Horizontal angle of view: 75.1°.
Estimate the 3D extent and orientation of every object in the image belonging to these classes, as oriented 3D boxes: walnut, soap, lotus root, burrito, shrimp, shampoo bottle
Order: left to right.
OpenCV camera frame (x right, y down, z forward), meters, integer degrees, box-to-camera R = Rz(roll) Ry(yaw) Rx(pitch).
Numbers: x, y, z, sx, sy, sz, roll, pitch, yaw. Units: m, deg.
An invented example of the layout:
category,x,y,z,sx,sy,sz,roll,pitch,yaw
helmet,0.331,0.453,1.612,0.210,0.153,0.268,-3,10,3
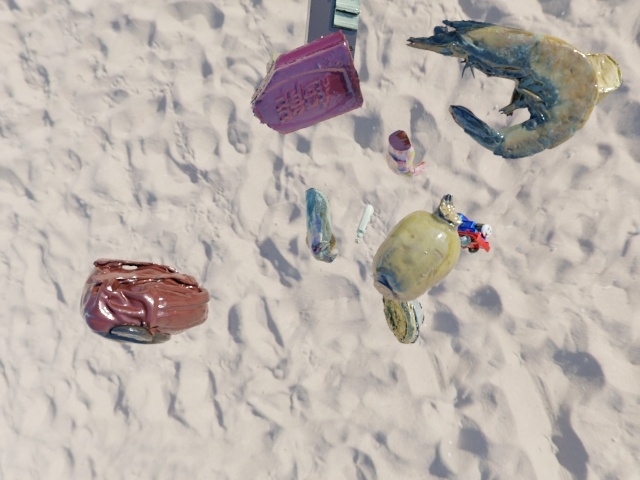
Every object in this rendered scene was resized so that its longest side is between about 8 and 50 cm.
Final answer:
category,x,y,z,sx,sy,sz,roll,pitch,yaw
soap,-0.038,-0.342,0.941,0.250,0.162,0.099,-18,45,11
burrito,-0.004,-0.043,1.354,0.089,0.144,0.228,-12,62,18
walnut,0.000,0.000,1.550,0.124,0.105,0.105,37,96,-8
shampoo bottle,0.144,-0.051,1.404,0.034,0.049,0.141,22,69,1
lotus root,0.182,0.014,0.744,0.221,0.125,0.118,-47,41,-3
shrimp,0.392,-0.357,0.958,0.445,0.085,0.271,26,107,8

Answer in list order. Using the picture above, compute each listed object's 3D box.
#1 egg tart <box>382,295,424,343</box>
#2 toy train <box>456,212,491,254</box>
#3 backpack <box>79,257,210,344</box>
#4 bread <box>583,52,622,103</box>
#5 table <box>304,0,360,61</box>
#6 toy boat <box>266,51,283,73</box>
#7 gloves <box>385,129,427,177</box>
category,x,y,z,sx,sy,sz,roll,pitch,yaw
egg tart,0.313,0.269,1.554,0.094,0.234,0.233,-13,81,-17
toy train,0.503,-0.029,1.462,0.131,0.083,0.204,-58,30,-11
backpack,-0.308,0.109,0.749,0.230,0.229,0.138,4,87,16
bread,0.829,-0.518,1.369,0.250,0.133,0.178,-9,71,-3
table,0.038,-0.537,0.961,0.122,0.111,0.239,2,102,-15
toy boat,-0.164,-0.729,1.738,0.116,0.188,0.061,16,125,-18
gloves,0.295,-0.288,1.494,0.126,0.241,0.145,-41,61,-10
